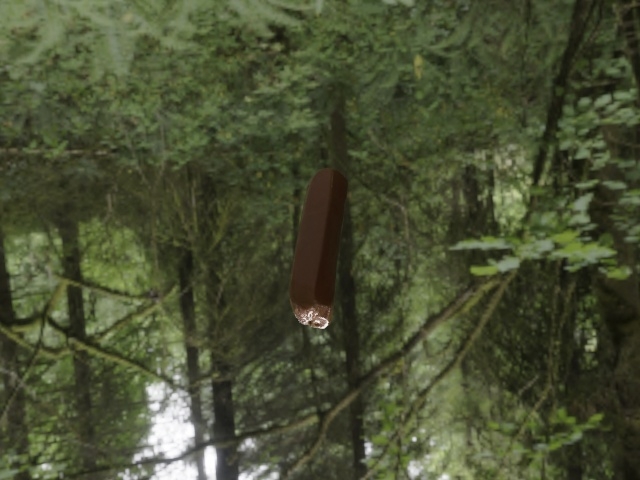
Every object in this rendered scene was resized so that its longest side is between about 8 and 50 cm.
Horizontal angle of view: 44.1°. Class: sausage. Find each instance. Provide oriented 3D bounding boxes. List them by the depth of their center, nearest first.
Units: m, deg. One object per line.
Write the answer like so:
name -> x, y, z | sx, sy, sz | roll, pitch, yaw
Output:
sausage -> 0.000, 0.000, 0.562 | 0.035, 0.030, 0.147 | -8, -139, 13
